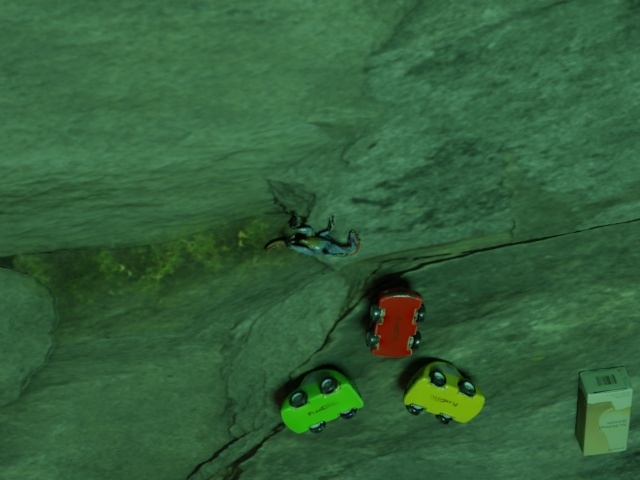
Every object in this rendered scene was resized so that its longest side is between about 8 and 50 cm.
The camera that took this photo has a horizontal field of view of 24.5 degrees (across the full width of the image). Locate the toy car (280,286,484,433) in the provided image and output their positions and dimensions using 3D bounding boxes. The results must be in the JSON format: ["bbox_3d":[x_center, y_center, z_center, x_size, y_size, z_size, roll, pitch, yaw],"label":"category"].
[{"bbox_3d":[0.054,0.159,1.738,0.225,0.053,0.239,-24,129,13],"label":"toy car"}]

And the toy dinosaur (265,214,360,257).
[{"bbox_3d":[0.000,0.000,1.617,0.082,0.047,0.090,23,157,-35],"label":"toy dinosaur"}]

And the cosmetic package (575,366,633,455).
[{"bbox_3d":[0.353,0.214,1.835,0.060,0.041,0.115,-8,131,-2],"label":"cosmetic package"}]
